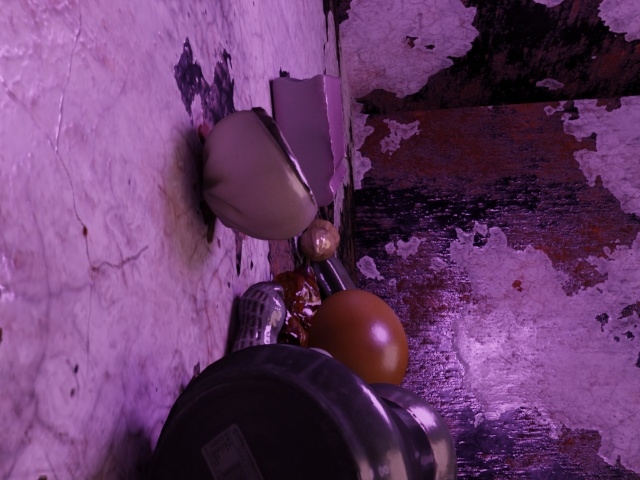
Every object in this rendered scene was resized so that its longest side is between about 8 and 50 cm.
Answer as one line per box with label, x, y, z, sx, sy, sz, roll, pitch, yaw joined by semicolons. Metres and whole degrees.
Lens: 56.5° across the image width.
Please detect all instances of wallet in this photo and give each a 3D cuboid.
wallet;0.067;0.154;1.771;0.252;0.083;0.360;60;6;5

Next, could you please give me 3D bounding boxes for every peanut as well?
peanut;0.000;0.000;1.498;0.214;0.090;0.098;-60;159;-78

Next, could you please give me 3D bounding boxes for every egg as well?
egg;0.078;0.248;1.412;0.322;0.250;0.250;-96;179;-59

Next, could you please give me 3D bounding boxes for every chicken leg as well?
chicken leg;-0.051;0.120;1.024;0.304;0.093;0.113;-77;154;-80

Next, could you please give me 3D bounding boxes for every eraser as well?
eraser;-0.015;-0.242;1.370;0.359;0.123;0.272;-70;155;-73

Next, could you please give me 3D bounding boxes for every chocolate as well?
chocolate;-0.089;0.130;0.856;0.072;0.072;0.166;78;13;-52

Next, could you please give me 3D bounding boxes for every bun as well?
bun;-0.087;-0.070;0.744;0.172;0.120;0.173;58;-6;9

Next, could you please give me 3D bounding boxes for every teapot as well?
teapot;-0.011;0.236;0.628;0.253;0.300;0.344;-58;151;0

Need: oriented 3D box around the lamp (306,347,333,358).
lamp;-0.029;0.263;1.184;0.193;0.106;0.106;43;45;-69
